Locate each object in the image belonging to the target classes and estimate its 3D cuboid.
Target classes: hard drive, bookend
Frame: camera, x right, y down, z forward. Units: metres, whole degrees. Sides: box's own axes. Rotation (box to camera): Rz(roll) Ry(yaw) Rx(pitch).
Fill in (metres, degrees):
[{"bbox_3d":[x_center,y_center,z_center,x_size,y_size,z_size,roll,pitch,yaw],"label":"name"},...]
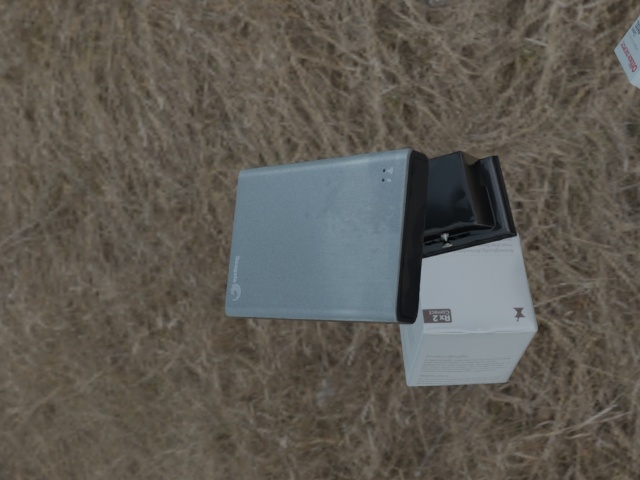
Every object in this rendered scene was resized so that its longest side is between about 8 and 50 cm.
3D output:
[{"bbox_3d":[0.000,0.000,0.527,0.135,0.022,0.094,-3,79,43],"label":"hard drive"},{"bbox_3d":[0.060,-0.022,0.721,0.157,0.156,0.072,-15,83,21],"label":"bookend"}]

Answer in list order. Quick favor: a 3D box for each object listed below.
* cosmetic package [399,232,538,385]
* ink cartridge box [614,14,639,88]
[{"bbox_3d":[0.195,0.098,1.248,0.184,0.151,0.152,97,171,-59],"label":"cosmetic package"},{"bbox_3d":[0.483,-0.286,1.202,0.175,0.072,0.127,-58,13,31],"label":"ink cartridge box"}]
